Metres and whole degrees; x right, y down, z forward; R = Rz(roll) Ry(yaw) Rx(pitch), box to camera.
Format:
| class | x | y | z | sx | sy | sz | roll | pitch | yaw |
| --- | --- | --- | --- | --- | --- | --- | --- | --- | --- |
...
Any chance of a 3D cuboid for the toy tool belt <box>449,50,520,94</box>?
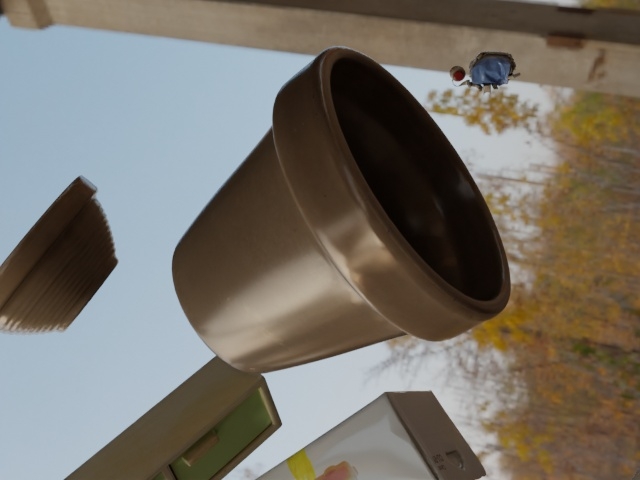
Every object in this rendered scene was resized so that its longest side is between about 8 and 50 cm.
| class | x | y | z | sx | sy | sz | roll | pitch | yaw |
| --- | --- | --- | --- | --- | --- | --- | --- | --- | --- |
| toy tool belt | 0.210 | -0.213 | 1.212 | 0.051 | 0.083 | 0.052 | -94 | -6 | -59 |

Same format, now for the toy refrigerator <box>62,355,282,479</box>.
| class | x | y | z | sx | sy | sz | roll | pitch | yaw |
| --- | --- | --- | --- | --- | --- | --- | --- | --- | --- |
| toy refrigerator | -0.179 | 0.269 | 1.189 | 0.269 | 0.094 | 0.102 | -38 | -46 | -26 |

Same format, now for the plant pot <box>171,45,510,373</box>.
| class | x | y | z | sx | sy | sz | roll | pitch | yaw |
| --- | --- | --- | --- | --- | --- | --- | --- | --- | --- |
| plant pot | 0.000 | 0.000 | 0.826 | 0.263 | 0.229 | 0.263 | 41 | -149 | -31 |

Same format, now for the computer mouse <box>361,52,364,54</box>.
| class | x | y | z | sx | sy | sz | roll | pitch | yaw |
| --- | --- | --- | --- | --- | --- | --- | --- | --- | --- |
| computer mouse | -0.010 | -0.101 | 1.072 | 0.262 | 0.060 | 0.184 | 137 | 135 | -65 |

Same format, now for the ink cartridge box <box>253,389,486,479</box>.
| class | x | y | z | sx | sy | sz | roll | pitch | yaw |
| --- | --- | --- | --- | --- | --- | --- | --- | --- | --- |
| ink cartridge box | 0.021 | 0.383 | 1.391 | 0.160 | 0.385 | 0.279 | 59 | -167 | 17 |

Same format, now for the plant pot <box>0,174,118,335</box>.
| class | x | y | z | sx | sy | sz | roll | pitch | yaw |
| --- | --- | --- | --- | --- | --- | --- | --- | --- | --- |
| plant pot | -0.337 | 0.041 | 1.210 | 0.237 | 0.110 | 0.237 | -50 | 9 | 11 |

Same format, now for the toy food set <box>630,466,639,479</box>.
| class | x | y | z | sx | sy | sz | roll | pitch | yaw |
| --- | --- | --- | --- | --- | --- | --- | --- | --- | --- |
| toy food set | 0.369 | 0.283 | 0.730 | 0.219 | 0.306 | 0.092 | -53 | -40 | -6 |
